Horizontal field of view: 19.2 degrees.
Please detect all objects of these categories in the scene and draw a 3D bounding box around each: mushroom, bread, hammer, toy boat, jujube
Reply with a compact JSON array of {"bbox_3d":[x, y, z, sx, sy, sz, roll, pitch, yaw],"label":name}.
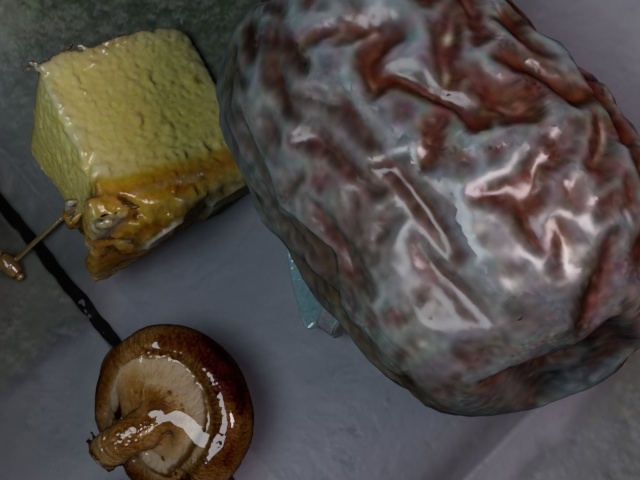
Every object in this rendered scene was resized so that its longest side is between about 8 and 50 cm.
[{"bbox_3d":[-0.102,0.119,1.309,0.127,0.087,0.127,2,94,26],"label":"mushroom"},{"bbox_3d":[-0.128,-0.062,1.335,0.152,0.127,0.147,-22,73,-17],"label":"bread"},{"bbox_3d":[-0.192,-0.015,1.393,0.123,0.014,0.029,-40,95,16],"label":"hammer"},{"bbox_3d":[0.000,0.000,1.302,0.096,0.034,0.122,-48,63,16],"label":"toy boat"},{"bbox_3d":[0.074,-0.044,1.171,0.226,0.226,0.317,-43,67,18],"label":"jujube"}]
